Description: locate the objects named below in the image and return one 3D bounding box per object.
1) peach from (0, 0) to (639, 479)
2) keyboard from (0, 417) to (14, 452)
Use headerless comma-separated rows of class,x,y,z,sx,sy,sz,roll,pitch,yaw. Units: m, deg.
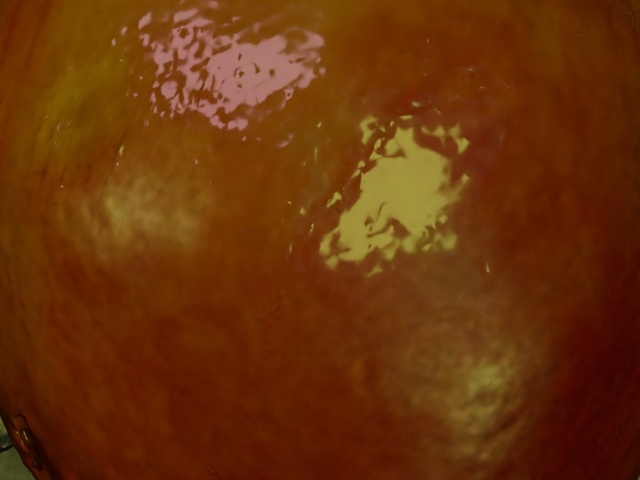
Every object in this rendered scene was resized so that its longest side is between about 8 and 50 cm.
peach,0.000,0.000,0.537,0.281,0.238,0.281,-4,100,-20
keyboard,-0.211,0.086,0.684,0.231,0.023,0.072,-24,103,-14
